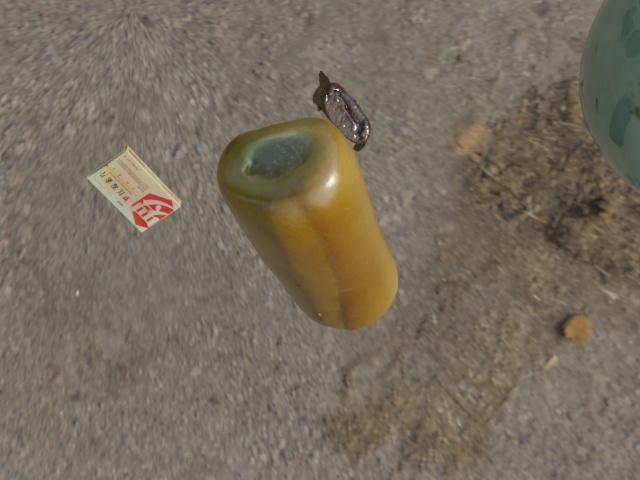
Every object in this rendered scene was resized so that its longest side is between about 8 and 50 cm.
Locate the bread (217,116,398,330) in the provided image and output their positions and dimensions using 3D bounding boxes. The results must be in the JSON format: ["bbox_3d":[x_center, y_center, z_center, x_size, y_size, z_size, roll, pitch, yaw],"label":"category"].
[{"bbox_3d":[0.000,0.000,0.857,0.092,0.239,0.074,-15,62,7],"label":"bread"}]

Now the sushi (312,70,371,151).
[{"bbox_3d":[0.031,-0.186,1.715,0.052,0.055,0.120,-46,109,-2],"label":"sushi"}]

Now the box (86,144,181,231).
[{"bbox_3d":[-0.205,-0.056,1.310,0.058,0.015,0.093,-32,120,18],"label":"box"}]

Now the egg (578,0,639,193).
[{"bbox_3d":[0.289,-0.119,0.810,0.282,0.203,0.203,-27,108,-43],"label":"egg"}]
